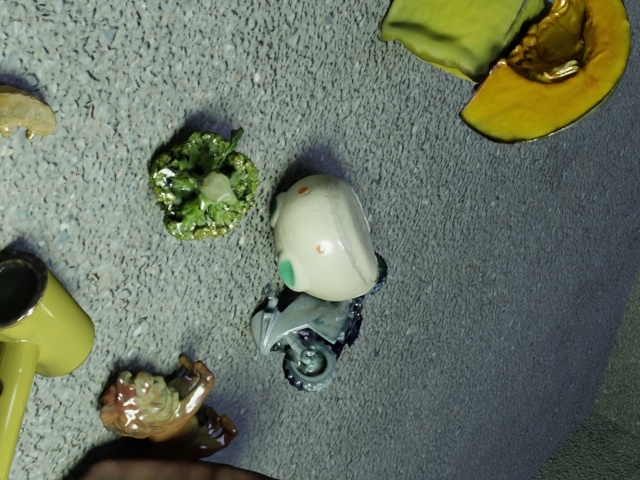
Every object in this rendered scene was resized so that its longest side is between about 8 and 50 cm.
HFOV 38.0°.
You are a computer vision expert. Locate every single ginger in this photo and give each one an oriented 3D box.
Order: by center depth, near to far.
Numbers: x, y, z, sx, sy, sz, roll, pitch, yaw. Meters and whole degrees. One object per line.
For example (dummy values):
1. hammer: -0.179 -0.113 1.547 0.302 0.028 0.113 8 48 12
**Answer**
1. ginger: -0.315 -0.107 0.861 0.173 0.051 0.069 -24 137 -43

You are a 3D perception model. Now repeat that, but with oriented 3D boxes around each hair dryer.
1. hair dryer: -0.313 0.163 0.946 0.135 0.090 0.278 70 21 -54

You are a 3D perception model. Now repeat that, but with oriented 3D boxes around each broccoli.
1. broccoli: -0.135 -0.065 1.099 0.131 0.120 0.130 -7 99 -15

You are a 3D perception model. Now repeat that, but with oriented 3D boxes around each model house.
1. model house: 0.232 -0.306 1.376 0.174 0.193 0.234 -62 152 2

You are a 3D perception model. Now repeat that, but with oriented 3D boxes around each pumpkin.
1. pumpkin: 0.343 -0.230 1.243 0.312 0.169 0.148 -57 150 -2

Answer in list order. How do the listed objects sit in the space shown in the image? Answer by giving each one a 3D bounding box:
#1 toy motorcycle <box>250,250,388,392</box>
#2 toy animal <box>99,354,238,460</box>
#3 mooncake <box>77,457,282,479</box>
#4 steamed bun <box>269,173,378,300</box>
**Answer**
1. toy motorcycle: -0.007 0.105 1.434 0.106 0.159 0.270 92 23 -53
2. toy animal: -0.211 0.253 1.298 0.157 0.097 0.312 -34 145 -18
3. mooncake: -0.180 0.389 1.241 0.334 0.326 0.174 29 56 -27
4. steamed bun: 0.000 0.000 1.324 0.131 0.177 0.228 -16 165 11
